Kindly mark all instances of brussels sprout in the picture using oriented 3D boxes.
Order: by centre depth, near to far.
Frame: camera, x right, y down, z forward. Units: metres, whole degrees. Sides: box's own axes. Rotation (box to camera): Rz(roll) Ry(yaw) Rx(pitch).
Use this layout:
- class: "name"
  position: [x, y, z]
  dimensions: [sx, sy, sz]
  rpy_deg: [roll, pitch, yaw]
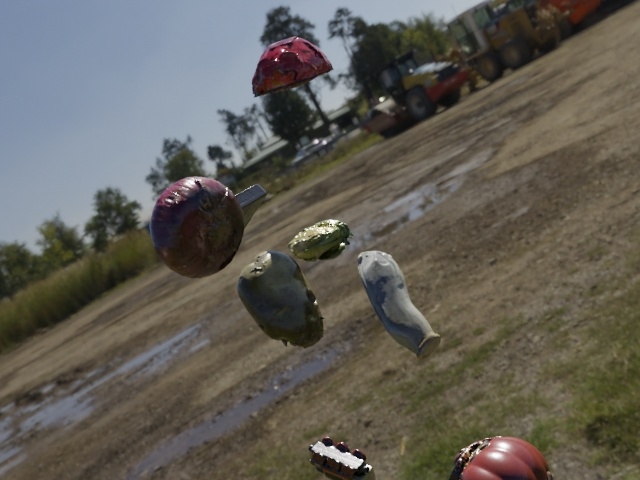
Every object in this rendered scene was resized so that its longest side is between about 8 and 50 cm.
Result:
- class: "brussels sprout"
  position: [0.000, 0.003, 2.100]
  dimensions: [0.181, 0.100, 0.139]
  rpy_deg: [-31, 34, 6]

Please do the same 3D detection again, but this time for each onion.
- class: "onion"
  position: [-0.294, -0.034, 1.712]
  dimensions: [0.190, 0.246, 0.246]
  rpy_deg: [21, 41, 38]

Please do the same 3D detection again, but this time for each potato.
- class: "potato"
  position: [-0.105, 0.166, 1.956]
  dimensions: [0.191, 0.296, 0.141]
  rpy_deg: [-28, -19, -28]

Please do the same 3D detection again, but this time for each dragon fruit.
- class: "dragon fruit"
  position: [-0.108, -0.522, 2.176]
  dimensions: [0.261, 0.189, 0.163]
  rpy_deg: [-20, -14, 13]

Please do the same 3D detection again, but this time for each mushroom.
- class: "mushroom"
  position: [0.182, 0.152, 1.783]
  dimensions: [0.109, 0.097, 0.351]
  rpy_deg: [-20, 49, -8]

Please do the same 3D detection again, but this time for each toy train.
- class: "toy train"
  position: [0.039, 0.434, 1.390]
  dimensions: [0.137, 0.087, 0.050]
  rpy_deg: [10, 36, 38]

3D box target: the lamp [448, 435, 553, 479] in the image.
- class: "lamp"
  position: [0.350, 0.494, 1.420]
  dimensions: [0.226, 0.227, 0.227]
  rpy_deg: [-27, 8, 4]

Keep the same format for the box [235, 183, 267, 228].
- class: "box"
  position: [-0.319, -0.034, 2.429]
  dimensions: [0.350, 0.058, 0.211]
  rpy_deg: [-52, -7, 34]
